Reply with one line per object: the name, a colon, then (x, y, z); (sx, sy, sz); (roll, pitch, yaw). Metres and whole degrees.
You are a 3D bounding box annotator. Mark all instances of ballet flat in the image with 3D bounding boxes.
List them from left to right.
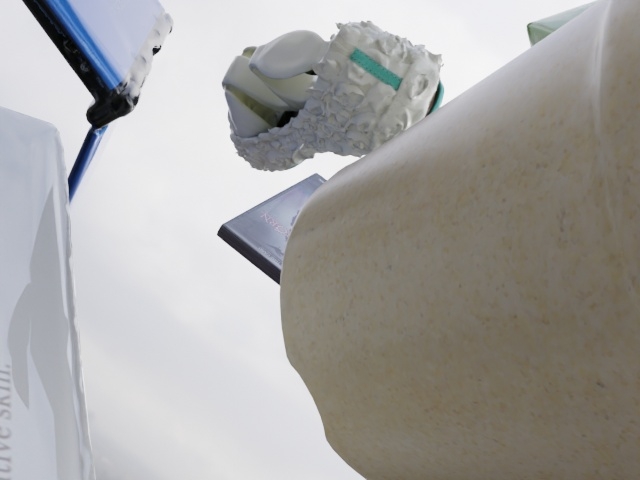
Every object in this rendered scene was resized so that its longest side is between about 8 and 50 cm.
ballet flat: (-0.023, -0.158, 1.014); (0.147, 0.147, 0.409); (42, -17, -20)

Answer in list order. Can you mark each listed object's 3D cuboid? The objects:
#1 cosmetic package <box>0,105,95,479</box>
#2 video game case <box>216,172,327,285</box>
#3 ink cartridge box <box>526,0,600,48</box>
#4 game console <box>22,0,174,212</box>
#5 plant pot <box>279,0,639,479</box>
cosmetic package: (-0.343, 0.101, 0.402); (0.394, 0.329, 0.327); (16, 33, -29)
video game case: (0.000, 0.000, 1.436); (0.196, 0.274, 0.026); (38, -58, 12)
ink cartridge box: (0.383, -0.187, 1.096); (0.097, 0.255, 0.188); (-118, -171, -69)
game console: (-0.236, -0.155, 0.867); (0.250, 0.173, 0.293); (56, 12, -22)
plant pot: (0.156, 0.018, 0.548); (0.305, 0.333, 0.334); (-21, -55, 43)
